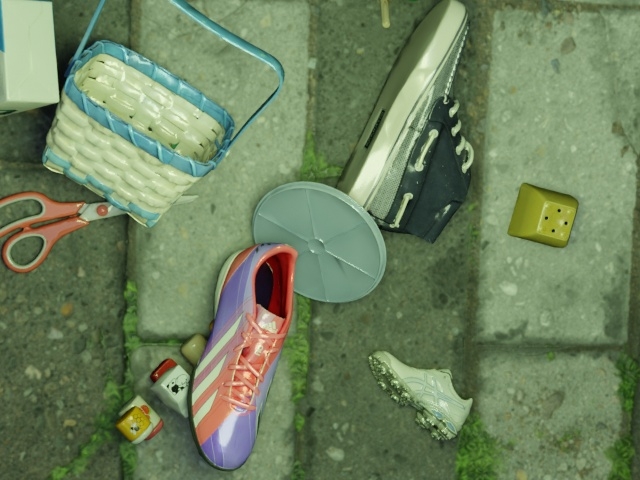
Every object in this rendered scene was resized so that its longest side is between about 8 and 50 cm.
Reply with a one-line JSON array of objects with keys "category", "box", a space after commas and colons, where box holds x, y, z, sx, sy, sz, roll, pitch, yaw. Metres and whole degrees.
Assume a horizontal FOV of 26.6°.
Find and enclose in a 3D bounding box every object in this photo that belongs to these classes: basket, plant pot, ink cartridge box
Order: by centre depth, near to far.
[{"category": "ink cartridge box", "box": [-0.438, -0.232, 1.780, 0.078, 0.231, 0.134, -4, 90, -41]}, {"category": "basket", "box": [-0.222, -0.187, 1.783, 0.255, 0.201, 0.289, 35, 123, -11]}, {"category": "plant pot", "box": [0.328, -0.032, 1.950, 0.082, 0.083, 0.081, 14, 95, -10]}]

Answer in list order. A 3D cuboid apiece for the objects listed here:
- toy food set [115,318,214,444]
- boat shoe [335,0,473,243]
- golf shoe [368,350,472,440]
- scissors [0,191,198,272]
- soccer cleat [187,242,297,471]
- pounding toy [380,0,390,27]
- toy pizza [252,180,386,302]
[{"category": "toy food set", "box": [-0.182, 0.216, 1.892, 0.104, 0.111, 0.232, 48, 58, -10]}, {"category": "boat shoe", "box": [0.159, -0.159, 1.902, 0.158, 0.127, 0.340, 25, 102, -14]}, {"category": "golf shoe", "box": [0.148, 0.209, 1.977, 0.176, 0.069, 0.086, 45, 70, -13]}, {"category": "scissors", "box": [-0.326, -0.048, 1.893, 0.297, 0.021, 0.109, -22, 98, -3]}, {"category": "soccer cleat", "box": [-0.099, 0.150, 1.825, 0.109, 0.116, 0.318, 22, 65, -28]}, {"category": "pounding toy", "box": [0.100, -0.372, 1.854, 0.100, 0.130, 0.141, -21, 99, -4]}, {"category": "toy pizza", "box": [0.000, 0.000, 1.892, 0.201, 0.032, 0.201, 13, 128, 17]}]
